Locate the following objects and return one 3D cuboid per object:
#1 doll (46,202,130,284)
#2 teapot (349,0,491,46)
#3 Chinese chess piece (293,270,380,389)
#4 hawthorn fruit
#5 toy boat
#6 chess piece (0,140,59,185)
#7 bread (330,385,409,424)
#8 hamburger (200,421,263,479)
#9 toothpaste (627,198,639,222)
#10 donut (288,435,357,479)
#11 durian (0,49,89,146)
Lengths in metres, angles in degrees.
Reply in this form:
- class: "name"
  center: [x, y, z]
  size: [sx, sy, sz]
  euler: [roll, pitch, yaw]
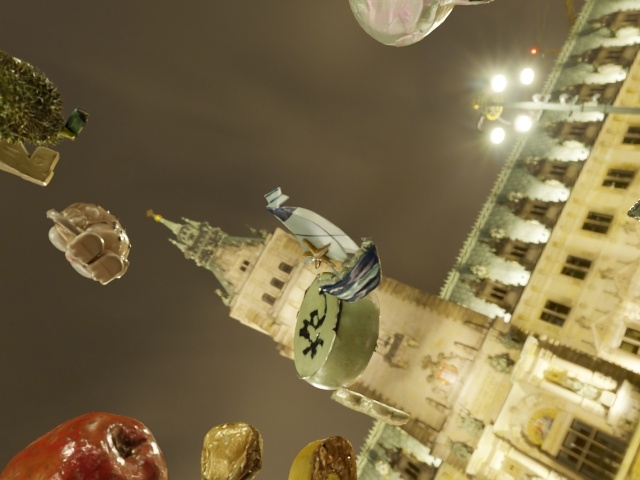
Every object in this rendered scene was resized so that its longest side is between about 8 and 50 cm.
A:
- class: "doll"
  center: [-0.402, 0.002, 0.890]
  size: [0.119, 0.278, 0.154]
  euler: [-41, -75, -14]
- class: "teapot"
  center: [0.166, -0.417, 0.774]
  size: [0.178, 0.221, 0.163]
  euler: [-47, -67, -35]
- class: "Chinese chess piece"
  center: [0.037, 0.263, 1.515]
  size: [0.146, 0.349, 0.349]
  euler: [18, -87, -20]
- class: "hawthorn fruit"
  center: [-0.265, 0.289, 0.574]
  size: [0.189, 0.189, 0.189]
  euler: [-14, -68, -36]
- class: "toy boat"
  center: [0.000, 0.000, 1.049]
  size: [0.291, 0.220, 0.067]
  euler: [47, -128, -2]
- class: "chess piece"
  center: [-0.676, -0.189, 1.098]
  size: [0.200, 0.090, 0.090]
  euler: [23, -92, -10]
- class: "bread"
  center: [0.113, 0.383, 1.171]
  size: [0.251, 0.182, 0.039]
  euler: [85, -152, -74]
- class: "hamburger"
  center: [-0.205, 0.494, 1.165]
  size: [0.138, 0.147, 0.083]
  euler: [-90, -21, -43]
- class: "toothpaste"
  center: [0.488, -0.005, 0.657]
  size: [0.268, 0.069, 0.047]
  euler: [29, -121, -30]
- class: "donut"
  center: [0.003, 0.724, 1.516]
  size: [0.277, 0.108, 0.277]
  euler: [18, -111, -56]
- class: "durian"
  center: [-0.549, -0.248, 0.917]
  size: [0.146, 0.159, 0.198]
  euler: [-47, -20, -5]
